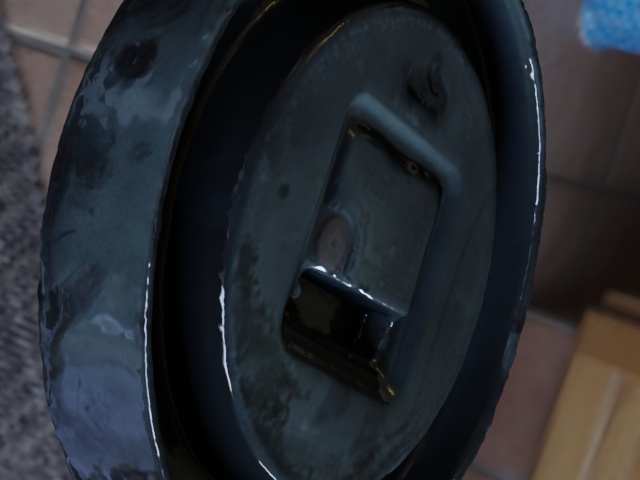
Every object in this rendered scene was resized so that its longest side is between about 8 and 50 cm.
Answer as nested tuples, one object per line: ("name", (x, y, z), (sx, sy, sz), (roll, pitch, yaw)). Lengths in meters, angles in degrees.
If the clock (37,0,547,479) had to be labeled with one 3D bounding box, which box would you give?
("clock", (0.001, 0.000, 0.824), (0.319, 0.066, 0.318), (-23, 119, -52))
